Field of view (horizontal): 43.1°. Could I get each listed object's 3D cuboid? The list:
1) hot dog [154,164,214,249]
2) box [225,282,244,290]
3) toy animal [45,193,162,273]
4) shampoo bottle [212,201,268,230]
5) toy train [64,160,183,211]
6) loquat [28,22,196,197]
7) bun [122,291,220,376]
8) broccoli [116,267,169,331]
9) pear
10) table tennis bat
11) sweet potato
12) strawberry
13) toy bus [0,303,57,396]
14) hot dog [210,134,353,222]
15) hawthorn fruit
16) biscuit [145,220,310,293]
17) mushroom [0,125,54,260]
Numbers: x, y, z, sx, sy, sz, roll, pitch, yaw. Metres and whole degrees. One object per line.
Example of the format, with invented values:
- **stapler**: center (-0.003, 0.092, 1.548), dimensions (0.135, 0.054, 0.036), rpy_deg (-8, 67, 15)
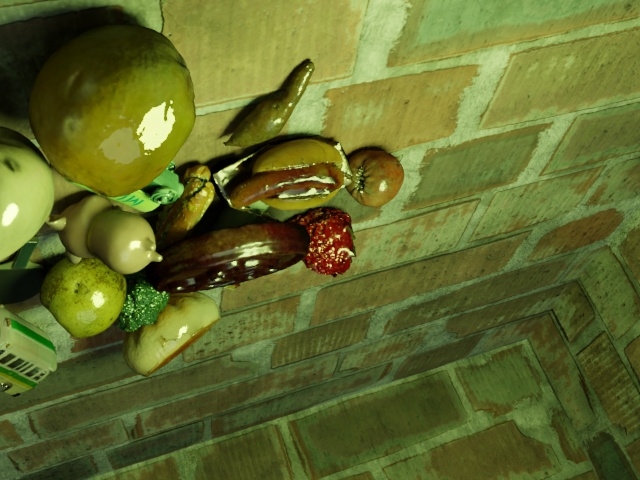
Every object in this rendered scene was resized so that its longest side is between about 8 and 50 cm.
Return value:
- **hot dog**: center (-0.313, -0.064, 1.838), dimensions (0.072, 0.115, 0.269), rpy_deg (-5, 147, -37)
- **box**: center (-0.189, 0.074, 2.280), dimensions (0.207, 0.041, 0.050), rpy_deg (-32, 153, 20)
- **toy animal**: center (-0.448, -0.008, 1.735), dimensions (0.248, 0.149, 0.165), rpy_deg (11, 135, 20)
- **shampoo bottle**: center (-0.195, -0.061, 1.971), dimensions (0.085, 0.085, 0.262), rpy_deg (-1, 147, -37)
- **toy train**: center (-0.405, -0.128, 1.674), dimensions (0.157, 0.105, 0.253), rpy_deg (-20, 156, 27)
- **loquat**: center (-0.343, -0.216, 1.377), dimensions (0.283, 0.276, 0.276), rpy_deg (-28, 154, 5)
- **bun**: center (-0.430, 0.237, 2.249), dimensions (0.299, 0.165, 0.299), rpy_deg (-40, 177, -2)
- **broccoli**: center (-0.467, 0.145, 2.081), dimensions (0.156, 0.195, 0.195), rpy_deg (12, 156, 12)
- **pear**: center (-0.554, 0.123, 1.924), dimensions (0.197, 0.197, 0.197), rpy_deg (-18, 154, -9)
- **table tennis bat**: center (-0.715, 0.076, 1.894), dimensions (0.173, 0.022, 0.301), rpy_deg (-2, 148, -35)
- **sweet potato**: center (-0.096, -0.264, 1.679), dimensions (0.269, 0.075, 0.074), rpy_deg (-40, 149, 24)
- **strawberry**: center (0.000, 0.000, 2.157), dimensions (0.201, 0.187, 0.184), rpy_deg (13, 166, -8)
- **toy bus**: center (-0.805, 0.282, 2.075), dimensions (0.179, 0.143, 0.305), rpy_deg (-23, 154, 0)
- **hot dog**: center (-0.065, -0.128, 1.818), dimensions (0.326, 0.107, 0.194), rpy_deg (-25, 116, -14)
- **hawthorn fruit**: center (0.150, -0.152, 2.001), dimensions (0.189, 0.149, 0.149), rpy_deg (2, 145, -33)
- **biscuit**: center (-0.220, 0.053, 1.958), dimensions (0.407, 0.091, 0.407), rpy_deg (-15, 170, -3)
- **mushroom**: center (-0.639, -0.086, 1.325), dimensions (0.325, 0.353, 0.353), rpy_deg (-41, 151, 8)
